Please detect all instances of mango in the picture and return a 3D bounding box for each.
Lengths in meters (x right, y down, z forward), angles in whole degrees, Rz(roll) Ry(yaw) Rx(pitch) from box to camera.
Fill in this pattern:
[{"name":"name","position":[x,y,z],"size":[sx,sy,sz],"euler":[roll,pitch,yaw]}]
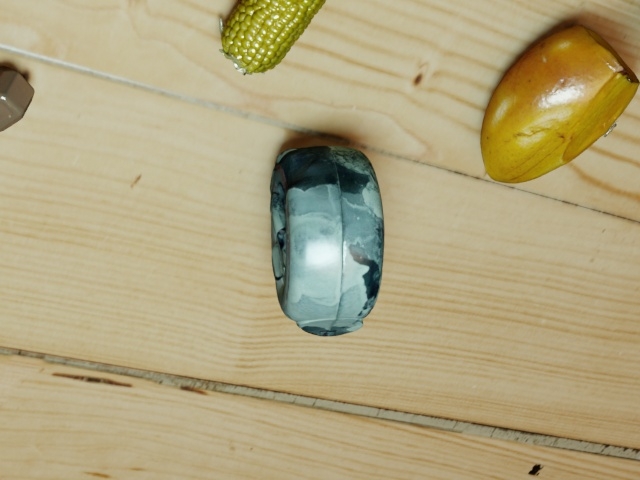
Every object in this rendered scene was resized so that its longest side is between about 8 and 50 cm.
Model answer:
[{"name":"mango","position":[0.329,-0.188,1.586],"size":[0.257,0.138,0.187],"euler":[-41,145,21]}]

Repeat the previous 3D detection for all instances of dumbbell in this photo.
[{"name":"dumbbell","position":[-0.459,-0.234,1.357],"size":[0.092,0.082,0.231],"euler":[-31,129,11]}]

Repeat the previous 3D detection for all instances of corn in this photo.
[{"name":"corn","position":[-0.035,-0.327,1.401],"size":[0.091,0.091,0.260],"euler":[20,119,-38]}]

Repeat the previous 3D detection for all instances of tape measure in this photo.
[{"name":"tape measure","position":[0.000,0.000,1.557],"size":[0.147,0.256,0.275],"euler":[-2,133,-9]}]
